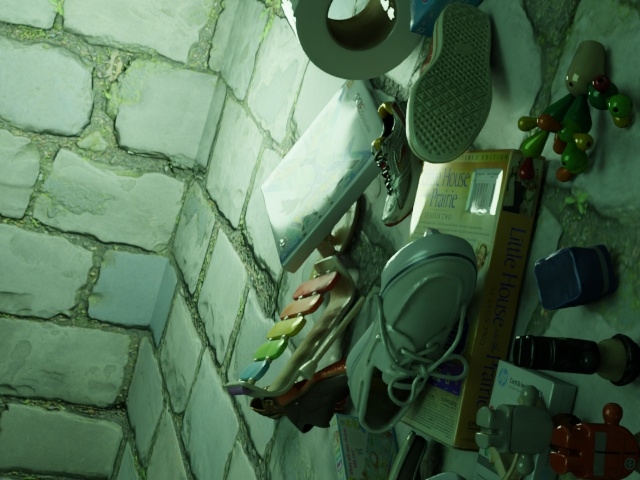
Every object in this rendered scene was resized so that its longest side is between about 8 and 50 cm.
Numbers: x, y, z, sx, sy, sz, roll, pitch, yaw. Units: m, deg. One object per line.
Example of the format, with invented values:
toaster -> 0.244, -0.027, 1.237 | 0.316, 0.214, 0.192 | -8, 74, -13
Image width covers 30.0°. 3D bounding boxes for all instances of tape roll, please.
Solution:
tape roll -> 0.057, -0.435, 2.179 | 0.169, 0.246, 0.246 | -111, 38, -58

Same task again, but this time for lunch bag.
lunch bag -> 0.312, 0.046, 1.456 | 0.098, 0.065, 0.067 | 147, 116, -62

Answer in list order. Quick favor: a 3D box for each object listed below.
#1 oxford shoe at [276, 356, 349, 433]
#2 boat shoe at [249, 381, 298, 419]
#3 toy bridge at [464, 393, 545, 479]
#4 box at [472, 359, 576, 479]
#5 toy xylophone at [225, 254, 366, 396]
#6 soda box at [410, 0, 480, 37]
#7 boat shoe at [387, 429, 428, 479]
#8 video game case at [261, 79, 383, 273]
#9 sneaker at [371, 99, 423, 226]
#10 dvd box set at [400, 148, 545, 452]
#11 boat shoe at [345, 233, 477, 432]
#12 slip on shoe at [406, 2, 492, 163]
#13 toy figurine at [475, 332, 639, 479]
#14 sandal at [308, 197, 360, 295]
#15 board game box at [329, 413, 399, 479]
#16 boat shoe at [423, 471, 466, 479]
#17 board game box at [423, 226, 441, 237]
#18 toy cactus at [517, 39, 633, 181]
oxford shoe -> 0.024, 0.274, 2.133 | 0.271, 0.097, 0.098 | -36, 78, 54
boat shoe -> -0.094, 0.325, 2.431 | 0.178, 0.060, 0.064 | 138, 139, -59
toy bridge -> 0.230, 0.276, 1.492 | 0.063, 0.026, 0.188 | -107, 34, -50
box -> 0.257, 0.258, 1.526 | 0.145, 0.038, 0.186 | -161, 85, -70
toy xylophone -> -0.034, 0.165, 2.187 | 0.322, 0.081, 0.236 | -55, 12, -27
soda box -> 0.224, -0.416, 1.958 | 0.210, 0.071, 0.067 | 134, 144, -57
boat shoe -> 0.124, 0.393, 1.778 | 0.081, 0.069, 0.227 | -38, -34, -74
video game case -> 0.010, -0.139, 2.310 | 0.329, 0.036, 0.300 | -50, 29, 21
sneaker -> 0.124, -0.132, 2.040 | 0.088, 0.093, 0.225 | 152, 127, -66
dvd box set -> 0.197, 0.075, 1.765 | 0.308, 0.062, 0.420 | -172, 94, -71
boat shoe -> 0.122, 0.153, 1.634 | 0.367, 0.136, 0.156 | 118, 155, -46
slip on shoe -> 0.196, -0.228, 1.823 | 0.101, 0.123, 0.331 | 108, 177, -48
toy figurine -> 0.284, 0.223, 1.328 | 0.213, 0.148, 0.209 | -104, 26, -47
sandal -> 0.001, 0.003, 2.324 | 0.088, 0.079, 0.240 | -109, 36, -55
board game box -> 0.075, 0.347, 1.881 | 0.154, 0.103, 0.026 | -99, 28, -46
boat shoe -> 0.136, 0.383, 1.676 | 0.228, 0.076, 0.080 | -30, 26, 40
board game box -> 0.163, 0.039, 1.752 | 0.090, 0.020, 0.090 | -118, 44, -62
toy cactus -> 0.321, -0.173, 1.528 | 0.219, 0.112, 0.180 | 129, 157, -69
